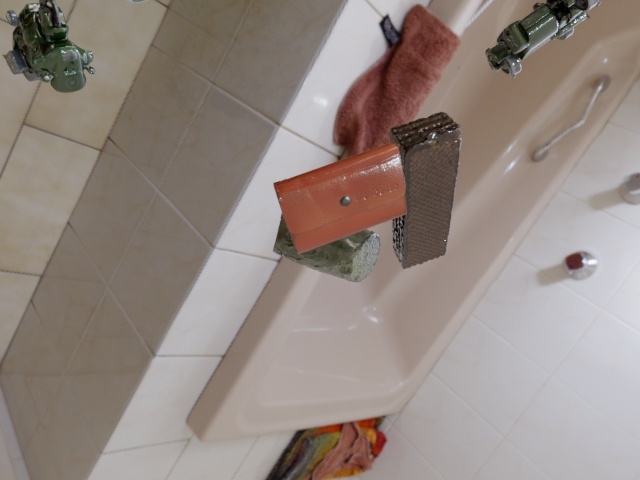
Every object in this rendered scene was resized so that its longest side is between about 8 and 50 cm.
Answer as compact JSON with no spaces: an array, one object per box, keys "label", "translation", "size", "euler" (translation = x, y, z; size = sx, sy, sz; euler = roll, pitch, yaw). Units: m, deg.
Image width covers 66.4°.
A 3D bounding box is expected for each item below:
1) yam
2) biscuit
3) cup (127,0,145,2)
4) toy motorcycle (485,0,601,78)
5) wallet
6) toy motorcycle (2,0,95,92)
[{"label":"yam","translation":[0.000,0.000,1.112],"size":[0.153,0.255,0.154],"euler":[-59,164,-28]},{"label":"biscuit","translation":[0.199,-0.081,0.962],"size":[0.108,0.073,0.388],"euler":[-19,145,-5]},{"label":"cup","translation":[-0.489,-0.685,1.223],"size":[0.099,0.133,0.136],"euler":[-27,-179,23]},{"label":"toy motorcycle","translation":[0.451,-0.457,1.023],"size":[0.205,0.127,0.275],"euler":[-34,174,13]},{"label":"wallet","translation":[0.038,-0.065,0.791],"size":[0.205,0.045,0.142],"euler":[-20,127,-5]},{"label":"toy motorcycle","translation":[-0.587,-0.403,1.049],"size":[0.125,0.275,0.186],"euler":[-28,112,-39]}]
